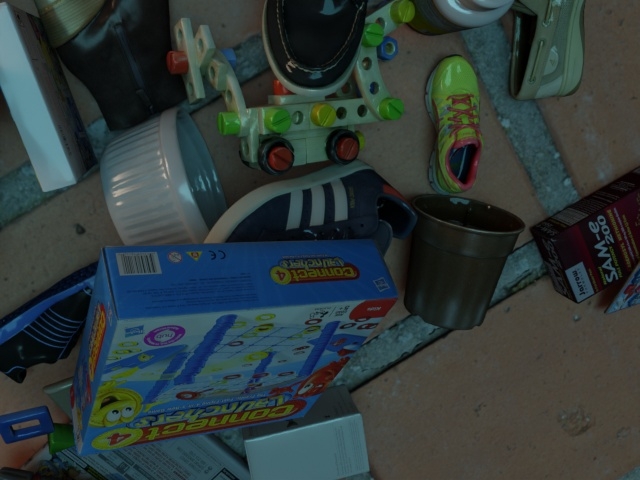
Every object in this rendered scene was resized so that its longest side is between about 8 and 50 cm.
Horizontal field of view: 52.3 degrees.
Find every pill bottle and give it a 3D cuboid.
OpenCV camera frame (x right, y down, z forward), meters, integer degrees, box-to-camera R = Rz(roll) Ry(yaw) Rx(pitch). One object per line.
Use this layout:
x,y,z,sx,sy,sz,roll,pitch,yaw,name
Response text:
0.179,-0.332,0.844,0.117,0.215,0.117,-3,104,-11,pill bottle

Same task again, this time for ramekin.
-0.198,-0.058,0.849,0.109,0.207,0.207,-18,106,3,ramekin

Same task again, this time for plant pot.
0.200,0.033,0.975,0.167,0.167,0.165,6,111,-12,plant pot

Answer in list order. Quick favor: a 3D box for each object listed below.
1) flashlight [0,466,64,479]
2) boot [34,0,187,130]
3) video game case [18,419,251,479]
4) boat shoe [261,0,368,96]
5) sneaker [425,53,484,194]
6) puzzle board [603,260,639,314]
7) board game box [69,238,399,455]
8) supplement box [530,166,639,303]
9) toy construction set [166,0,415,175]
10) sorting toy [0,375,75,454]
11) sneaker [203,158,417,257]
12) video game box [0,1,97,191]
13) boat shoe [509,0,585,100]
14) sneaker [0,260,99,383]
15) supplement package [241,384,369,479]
-0.329,0.415,0.950,0.304,0.103,0.103,23,125,-17,flashlight
-0.225,-0.285,0.863,0.248,0.090,0.206,-31,121,-7,boot
-0.286,0.403,1.026,0.300,0.036,0.329,-43,108,1,video game case
0.007,-0.331,0.772,0.127,0.113,0.340,13,64,-1,boat shoe
0.206,-0.166,0.953,0.082,0.094,0.208,-7,103,-8,sneaker
0.531,0.071,1.072,0.096,0.011,0.128,-12,138,-23,puzzle board
-0.112,0.125,0.757,0.308,0.086,0.302,-2,142,-29,board game box
0.478,-0.016,1.053,0.239,0.073,0.130,-30,108,-2,supplement box
-0.029,-0.205,0.853,0.328,0.151,0.215,-7,108,-16,toy construction set
-0.257,0.201,0.901,0.348,0.047,0.196,-19,145,-7,sorting toy
0.000,0.000,0.834,0.350,0.148,0.131,-32,151,-40,sneaker
-0.340,-0.174,0.797,0.048,0.187,0.205,-17,106,-5,video game box
0.312,-0.350,0.921,0.098,0.109,0.302,-9,114,-3,boat shoe
-0.363,0.113,0.922,0.232,0.081,0.090,-31,110,5,sneaker
-0.027,0.310,1.017,0.179,0.105,0.105,-11,106,-9,supplement package
